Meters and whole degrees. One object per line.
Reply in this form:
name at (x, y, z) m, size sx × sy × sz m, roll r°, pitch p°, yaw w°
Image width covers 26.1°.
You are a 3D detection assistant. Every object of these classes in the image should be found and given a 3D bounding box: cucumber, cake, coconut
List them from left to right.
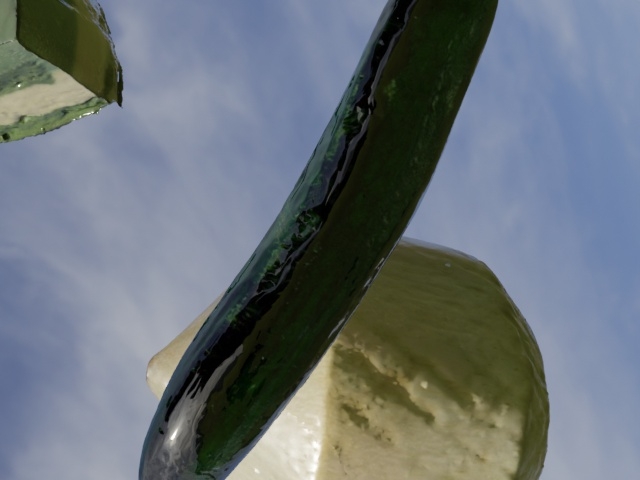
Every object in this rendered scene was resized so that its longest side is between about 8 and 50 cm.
cake at (-0.359, -0.196, 1.434) m, size 0.158 × 0.284 × 0.172 m, roll 35°, pitch -134°, yaw -49°
cucumber at (0.000, 0.000, 0.575) m, size 0.056 × 0.056 × 0.284 m, roll 18°, pitch -76°, yaw -52°
coconut at (0.017, 0.129, 1.126) m, size 0.329 × 0.329 × 0.328 m, roll 30°, pitch -129°, yaw -46°
